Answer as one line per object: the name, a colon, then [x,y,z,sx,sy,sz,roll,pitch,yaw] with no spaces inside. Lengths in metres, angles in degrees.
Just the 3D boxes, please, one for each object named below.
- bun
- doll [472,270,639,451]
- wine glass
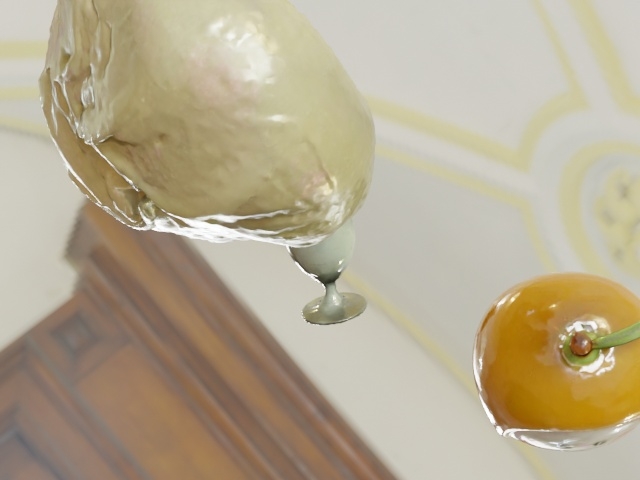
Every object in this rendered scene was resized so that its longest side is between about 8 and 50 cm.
bun: [-0.111,-0.107,1.472,0.361,0.213,0.361,33,-12,8]
doll: [0.272,0.122,1.784,0.213,0.213,0.236,45,-13,12]
wine glass: [0.000,0.000,2.111,0.093,0.093,0.202,15,-55,48]
